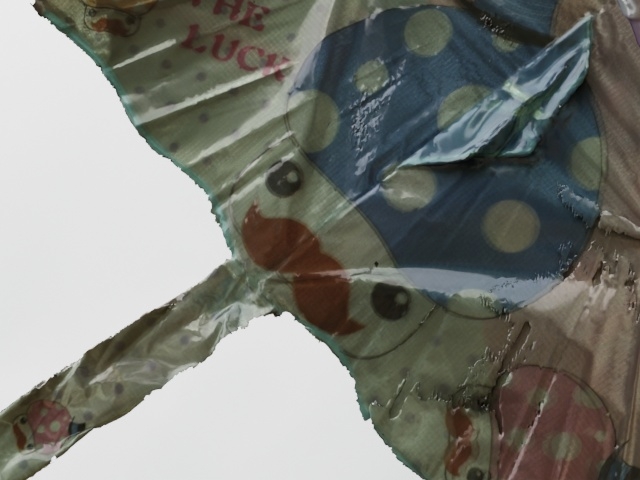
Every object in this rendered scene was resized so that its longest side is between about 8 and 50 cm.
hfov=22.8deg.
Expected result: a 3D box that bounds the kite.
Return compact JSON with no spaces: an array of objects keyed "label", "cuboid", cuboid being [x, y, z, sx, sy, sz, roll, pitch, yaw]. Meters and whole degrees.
[{"label":"kite","cuboid":[0.000,0.000,0.508,0.314,0.335,0.011,-38,-20,-1]}]

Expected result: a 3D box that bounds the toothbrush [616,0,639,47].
[{"label":"toothbrush","cuboid":[0.012,-0.190,0.320,0.029,0.024,0.354,-30,-66,-9]}]
